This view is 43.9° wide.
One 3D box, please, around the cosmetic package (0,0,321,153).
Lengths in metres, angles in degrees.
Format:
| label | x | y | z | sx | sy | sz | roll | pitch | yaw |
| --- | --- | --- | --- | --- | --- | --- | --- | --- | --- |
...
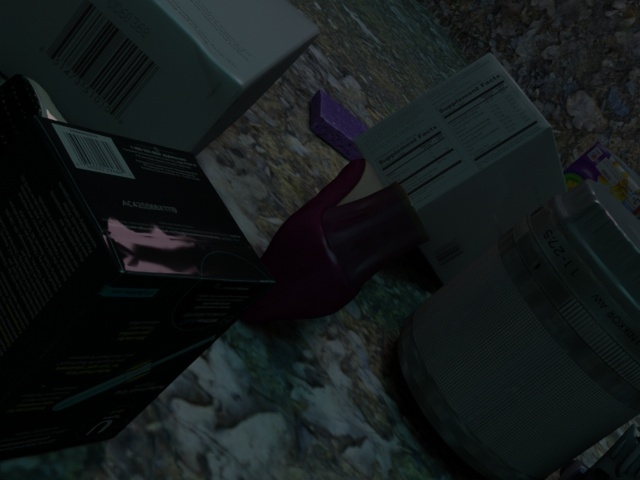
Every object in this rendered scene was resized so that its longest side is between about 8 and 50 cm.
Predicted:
| label | x | y | z | sx | sy | sz | roll | pitch | yaw |
| --- | --- | --- | --- | --- | --- | --- | --- | --- | --- |
| cosmetic package | -0.153 | -0.219 | 0.844 | 0.217 | 0.156 | 0.385 | 44 | 21 | -6 |

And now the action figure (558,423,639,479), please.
| label | x | y | z | sx | sy | sz | roll | pitch | yaw |
| --- | --- | --- | --- | --- | --- | --- | --- | --- | --- |
| action figure | 0.302 | 0.261 | 0.810 | 0.099 | 0.185 | 0.285 | 49 | 12 | 20 |

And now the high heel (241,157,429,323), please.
| label | x | y | z | sx | sy | sz | roll | pitch | yaw |
| --- | --- | --- | --- | --- | --- | --- | --- | --- | --- |
| high heel | 0.000 | 0.000 | 0.857 | 0.127 | 0.181 | 0.377 | 62 | 1 | 0 |

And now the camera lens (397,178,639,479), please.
| label | x | y | z | sx | sy | sz | roll | pitch | yaw |
| --- | --- | --- | --- | --- | --- | --- | --- | --- | --- |
| camera lens | 0.233 | 0.100 | 0.815 | 0.219 | 0.274 | 0.219 | 38 | 24 | -20 |

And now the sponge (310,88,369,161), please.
| label | x | y | z | sx | sy | sz | roll | pitch | yaw |
| --- | --- | --- | --- | --- | --- | --- | --- | --- | --- |
| sponge | 0.069 | -0.150 | 1.269 | 0.210 | 0.031 | 0.117 | 36 | 24 | -22 |

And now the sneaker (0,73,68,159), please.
| label | x | y | z | sx | sy | sz | roll | pitch | yaw |
| --- | --- | --- | --- | --- | --- | --- | --- | --- | --- |
| sneaker | -0.191 | -0.049 | 0.581 | 0.161 | 0.057 | 0.075 | 55 | 7 | 26 |

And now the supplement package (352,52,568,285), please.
| label | x | y | z | sx | sy | sz | roll | pitch | yaw |
| --- | --- | --- | --- | --- | --- | --- | --- | --- | --- |
| supplement package | 0.196 | -0.072 | 1.044 | 0.145 | 0.204 | 0.262 | 63 | 8 | 34 |

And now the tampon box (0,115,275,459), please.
| label | x | y | z | sx | sy | sz | roll | pitch | yaw |
| --- | --- | --- | --- | --- | --- | --- | --- | --- | --- |
| tampon box | -0.134 | 0.032 | 0.438 | 0.120 | 0.161 | 0.101 | 8 | 43 | -58 |

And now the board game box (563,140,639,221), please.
| label | x | y | z | sx | sy | sz | roll | pitch | yaw |
| --- | --- | --- | --- | --- | --- | --- | --- | --- | --- |
| board game box | 0.407 | -0.001 | 1.286 | 0.144 | 0.275 | 0.142 | 21 | 33 | -45 |
